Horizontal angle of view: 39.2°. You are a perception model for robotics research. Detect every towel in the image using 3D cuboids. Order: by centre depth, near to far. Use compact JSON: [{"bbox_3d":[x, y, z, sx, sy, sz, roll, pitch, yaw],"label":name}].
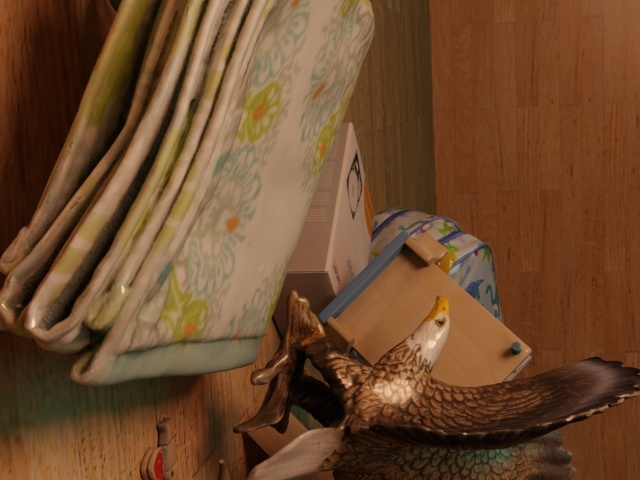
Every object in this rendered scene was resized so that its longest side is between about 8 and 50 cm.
[{"bbox_3d":[-0.057,-0.065,0.622,0.374,0.090,0.321,30,83,-80],"label":"towel"}]

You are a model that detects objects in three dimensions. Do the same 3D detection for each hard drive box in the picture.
[{"bbox_3d":[0.000,0.000,1.109,0.181,0.089,0.232,72,23,-50],"label":"hard drive box"}]

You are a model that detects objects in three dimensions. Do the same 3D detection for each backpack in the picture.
[{"bbox_3d":[0.145,0.120,1.356,0.290,0.273,0.356,-27,107,-27],"label":"backpack"}]

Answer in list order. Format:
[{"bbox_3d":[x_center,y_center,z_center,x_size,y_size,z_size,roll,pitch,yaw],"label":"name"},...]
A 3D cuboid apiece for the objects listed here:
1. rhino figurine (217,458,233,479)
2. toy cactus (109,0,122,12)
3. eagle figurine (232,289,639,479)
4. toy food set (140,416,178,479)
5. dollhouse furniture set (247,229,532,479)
[{"bbox_3d":[-0.090,0.296,0.713,0.106,0.073,0.243,22,75,-75],"label":"rhino figurine"},{"bbox_3d":[-0.133,-0.266,0.584,0.181,0.112,0.219,-89,162,-53],"label":"toy cactus"},{"bbox_3d":[0.093,0.150,0.766,0.225,0.298,0.226,-66,171,6],"label":"eagle figurine"},{"bbox_3d":[-0.123,0.215,0.731,0.078,0.019,0.122,-59,145,-66],"label":"toy food set"},{"bbox_3d":[0.123,0.193,1.000,0.303,0.286,0.198,-47,157,-6],"label":"dollhouse furniture set"}]
